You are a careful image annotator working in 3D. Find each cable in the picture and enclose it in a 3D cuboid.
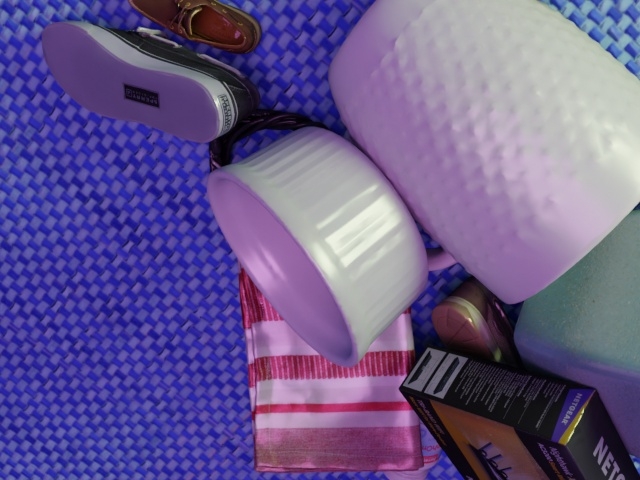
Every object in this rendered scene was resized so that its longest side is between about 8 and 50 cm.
[{"bbox_3d":[-0.061,-0.100,1.053,0.184,0.047,0.151,6,111,4],"label":"cable"}]

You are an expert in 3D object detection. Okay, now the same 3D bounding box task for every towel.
[{"bbox_3d":[0.011,0.156,1.086,0.237,0.037,0.329,-5,91,11],"label":"towel"}]

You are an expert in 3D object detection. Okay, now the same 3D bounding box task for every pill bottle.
[{"bbox_3d":[0.140,0.272,1.141,0.087,0.087,0.160,13,111,2],"label":"pill bottle"}]

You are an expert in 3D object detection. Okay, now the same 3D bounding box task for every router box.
[{"bbox_3d":[0.272,0.278,1.011,0.243,0.081,0.309,8,143,48],"label":"router box"}]

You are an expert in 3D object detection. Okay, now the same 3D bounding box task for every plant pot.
[{"bbox_3d":[0.379,0.111,0.944,0.252,0.248,0.247,8,147,32],"label":"plant pot"}]

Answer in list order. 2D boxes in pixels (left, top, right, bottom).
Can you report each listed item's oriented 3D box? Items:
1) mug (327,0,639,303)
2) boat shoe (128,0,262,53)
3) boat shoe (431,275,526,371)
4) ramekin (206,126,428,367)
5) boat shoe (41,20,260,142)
[{"bbox_3d":[0.158,-0.111,0.920,0.328,0.276,0.374,43,131,3],"label":"mug"},{"bbox_3d":[-0.161,-0.284,0.991,0.178,0.060,0.064,22,111,-1],"label":"boat shoe"},{"bbox_3d":[0.249,0.171,1.087,0.092,0.103,0.285,-45,117,-25],"label":"boat shoe"},{"bbox_3d":[0.000,0.000,0.935,0.135,0.277,0.277,-37,104,-18],"label":"ramekin"},{"bbox_3d":[-0.216,-0.215,1.000,0.306,0.105,0.113,19,125,26],"label":"boat shoe"}]
